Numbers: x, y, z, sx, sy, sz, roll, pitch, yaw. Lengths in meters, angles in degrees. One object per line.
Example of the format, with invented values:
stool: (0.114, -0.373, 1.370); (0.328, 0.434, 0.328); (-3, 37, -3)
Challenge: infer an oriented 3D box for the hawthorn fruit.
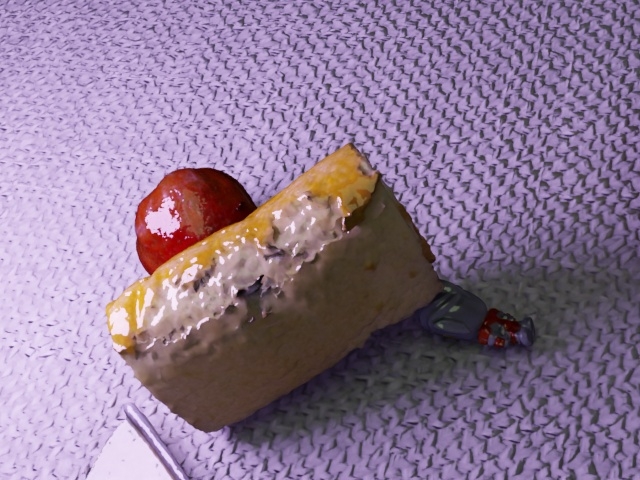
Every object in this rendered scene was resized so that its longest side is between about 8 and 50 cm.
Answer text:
hawthorn fruit: (-0.150, -0.003, 1.402); (0.202, 0.185, 0.185); (37, 72, 18)

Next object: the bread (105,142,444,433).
bread: (-0.052, 0.060, 1.260); (0.375, 0.236, 0.165); (-31, 44, 5)

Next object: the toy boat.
toy boat: (-0.199, 0.373, 1.229); (0.293, 0.111, 0.276); (19, 65, 37)

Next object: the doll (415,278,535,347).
doll: (0.188, 0.096, 1.321); (0.180, 0.079, 0.094); (19, 33, 13)
